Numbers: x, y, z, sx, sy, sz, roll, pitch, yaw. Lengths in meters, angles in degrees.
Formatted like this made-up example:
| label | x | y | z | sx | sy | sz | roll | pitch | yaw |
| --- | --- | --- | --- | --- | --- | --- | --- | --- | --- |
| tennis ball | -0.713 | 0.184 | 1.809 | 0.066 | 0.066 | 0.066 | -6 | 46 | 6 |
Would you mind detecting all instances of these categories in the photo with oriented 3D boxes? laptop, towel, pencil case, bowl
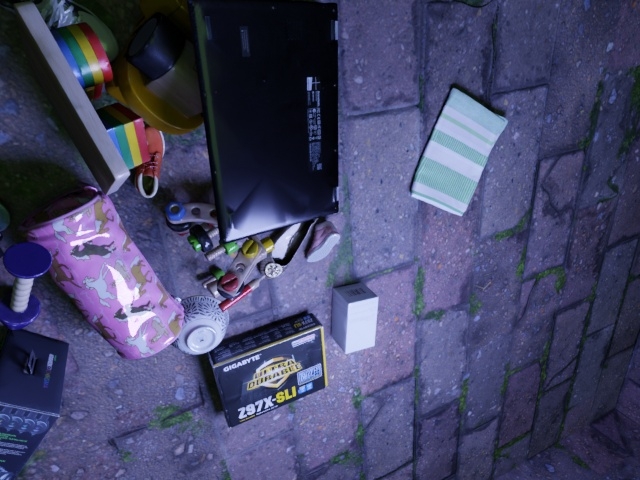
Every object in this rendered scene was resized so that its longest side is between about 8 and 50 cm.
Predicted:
| label | x | y | z | sx | sy | sz | roll | pitch | yaw |
| --- | --- | --- | --- | --- | --- | --- | --- | --- | --- |
| laptop | -0.079 | -0.250 | 0.825 | 0.408 | 0.236 | 0.381 | -18 | 119 | -33 |
| towel | 0.415 | -0.252 | 1.238 | 0.248 | 0.038 | 0.324 | 15 | 104 | -30 |
| pencil case | -0.449 | 0.075 | 0.878 | 0.160 | 0.167 | 0.385 | -11 | 122 | 17 |
| bowl | -0.312 | 0.236 | 1.062 | 0.170 | 0.080 | 0.169 | -11 | 116 | -23 |

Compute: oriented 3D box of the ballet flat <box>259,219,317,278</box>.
| label | x | y | z | sx | sy | sz | roll | pitch | yaw |
| --- | --- | --- | --- | --- | --- | --- | --- | --- | --- |
| ballet flat | -0.078 | 0.001 | 1.088 | 0.084 | 0.058 | 0.249 | 33 | 95 | -33 |

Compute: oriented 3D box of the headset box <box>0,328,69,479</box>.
| label | x | y | z | sx | sy | sz | roll | pitch | yaw |
| --- | --- | --- | --- | --- | --- | --- | --- | --- | --- |
| headset box | -0.654 | 0.355 | 0.843 | 0.131 | 0.246 | 0.283 | 34 | 95 | -34 |

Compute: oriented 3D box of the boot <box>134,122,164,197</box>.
| label | x | y | z | sx | sy | sz | roll | pitch | yaw |
| --- | --- | --- | --- | --- | --- | --- | --- | --- | --- |
| boot | -0.358 | -0.167 | 0.861 | 0.059 | 0.085 | 0.157 | 2 | 109 | -25 |

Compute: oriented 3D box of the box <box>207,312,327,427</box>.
| label | x | y | z | sx | sy | sz | roll | pitch | yaw |
| --- | --- | --- | --- | --- | --- | --- | --- | --- | --- |
| box | -0.143 | 0.379 | 1.202 | 0.322 | 0.079 | 0.256 | -16 | 124 | -20 |

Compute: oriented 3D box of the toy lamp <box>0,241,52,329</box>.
| label | x | y | z | sx | sy | sz | roll | pitch | yaw |
| --- | --- | --- | --- | --- | --- | --- | --- | --- | --- |
| toy lamp | -0.580 | 0.103 | 0.798 | 0.080 | 0.080 | 0.275 | 17 | 141 | -31 |

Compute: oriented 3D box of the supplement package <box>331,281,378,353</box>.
| label | x | y | z | sx | sy | sz | roll | pitch | yaw |
| --- | --- | --- | --- | --- | --- | --- | --- | --- | --- |
| supplement package | 0.102 | 0.235 | 1.253 | 0.105 | 0.105 | 0.179 | -9 | 115 | -24 |

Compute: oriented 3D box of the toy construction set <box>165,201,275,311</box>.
| label | x | y | z | sx | sy | sz | roll | pitch | yaw |
| --- | --- | --- | --- | --- | --- | --- | --- | --- | --- |
| toy construction set | -0.183 | 0.003 | 0.964 | 0.237 | 0.257 | 0.308 | -35 | 144 | -23 |

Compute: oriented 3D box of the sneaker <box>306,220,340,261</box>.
| label | x | y | z | sx | sy | sz | roll | pitch | yaw |
| --- | --- | --- | --- | --- | --- | --- | --- | --- | --- |
| sneaker | 0.000 | 0.000 | 1.139 | 0.051 | 0.070 | 0.134 | 8 | 138 | -38 |

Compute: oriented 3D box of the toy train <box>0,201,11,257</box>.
| label | x | y | z | sx | sy | sz | roll | pitch | yaw |
| --- | --- | --- | --- | --- | --- | --- | --- | --- | --- |
| toy train | -0.702 | -0.087 | 0.701 | 0.191 | 0.142 | 0.333 | -15 | 121 | -5 |

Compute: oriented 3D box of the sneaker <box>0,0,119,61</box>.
| label | x | y | z | sx | sy | sz | roll | pitch | yaw |
| --- | --- | --- | --- | --- | --- | --- | --- | --- | --- |
| sneaker | -0.452 | -0.384 | 0.676 | 0.094 | 0.153 | 0.235 | -48 | 124 | 1 |

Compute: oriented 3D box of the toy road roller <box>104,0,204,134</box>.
| label | x | y | z | sx | sy | sz | roll | pitch | yaw |
| --- | --- | --- | --- | --- | --- | --- | --- | --- | --- |
| toy road roller | -0.267 | -0.357 | 0.774 | 0.203 | 0.241 | 0.329 | 32 | 58 | -46 |

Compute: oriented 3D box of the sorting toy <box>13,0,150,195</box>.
| label | x | y | z | sx | sy | sz | roll | pitch | yaw |
| --- | --- | --- | --- | --- | --- | --- | --- | --- | --- |
| sorting toy | -0.383 | -0.221 | 0.696 | 0.089 | 0.256 | 0.256 | -32 | 106 | -27 |
